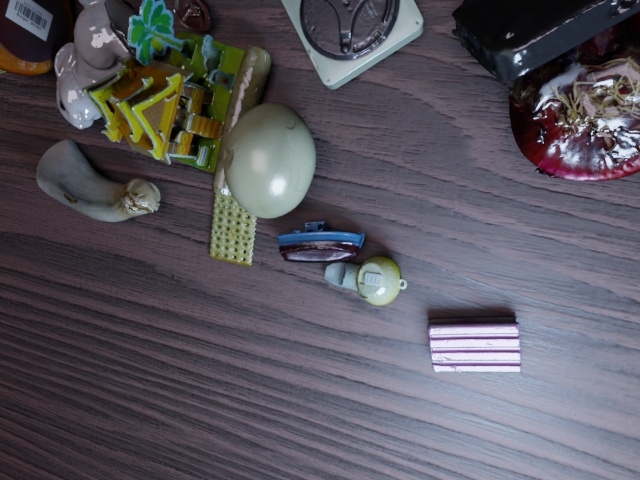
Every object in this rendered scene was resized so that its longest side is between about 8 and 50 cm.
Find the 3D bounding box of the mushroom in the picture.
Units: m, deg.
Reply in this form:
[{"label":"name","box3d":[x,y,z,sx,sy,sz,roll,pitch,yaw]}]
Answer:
[{"label":"mushroom","box3d":[-0.636,-0.146,1.227,0.396,0.126,0.178,26,96,16]}]

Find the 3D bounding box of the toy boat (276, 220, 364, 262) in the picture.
[{"label":"toy boat","box3d":[0.000,0.000,1.073,0.222,0.100,0.097,-3,60,13]}]

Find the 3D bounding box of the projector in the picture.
[{"label":"projector","box3d":[0.067,-0.527,0.978,0.258,0.079,0.257,-27,88,17]}]

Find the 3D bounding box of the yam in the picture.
[{"label":"yam","box3d":[-0.206,-0.298,1.088,0.083,0.083,0.372,20,99,14]}]

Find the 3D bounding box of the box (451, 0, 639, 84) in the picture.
[{"label":"box","box3d":[0.425,-0.437,0.749,0.350,0.359,0.091,-27,123,19]}]

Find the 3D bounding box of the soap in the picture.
[{"label":"soap","box3d":[0.358,0.244,1.001,0.202,0.065,0.122,-4,96,18]}]

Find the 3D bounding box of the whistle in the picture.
[{"label":"whistle","box3d":[0.112,0.093,1.049,0.222,0.122,0.123,5,100,36]}]

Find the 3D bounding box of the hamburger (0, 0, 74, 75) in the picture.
[{"label":"hamburger","box3d":[-0.868,-0.607,1.132,0.249,0.330,0.331,14,101,17]}]

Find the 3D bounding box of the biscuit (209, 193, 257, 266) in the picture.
[{"label":"biscuit","box3d":[-0.239,-0.052,1.172,0.138,0.016,0.232,11,101,14]}]

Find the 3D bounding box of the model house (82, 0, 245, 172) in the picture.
[{"label":"model house","box3d":[-0.363,-0.362,1.016,0.242,0.313,0.358,24,103,10]}]

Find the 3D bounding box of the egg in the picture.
[{"label":"egg","box3d":[-0.119,-0.187,1.010,0.218,0.219,0.270,1,95,17]}]

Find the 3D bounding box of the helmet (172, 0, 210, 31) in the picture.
[{"label":"helmet","box3d":[-0.318,-0.594,1.101,0.111,0.057,0.089,25,140,7]}]

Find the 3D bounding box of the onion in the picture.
[{"label":"onion","box3d":[0.520,-0.262,0.811,0.313,0.232,0.315,16,118,34]}]

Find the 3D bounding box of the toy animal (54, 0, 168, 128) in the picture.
[{"label":"toy animal","box3d":[-0.602,-0.473,1.149,0.357,0.194,0.258,-27,99,27]}]
